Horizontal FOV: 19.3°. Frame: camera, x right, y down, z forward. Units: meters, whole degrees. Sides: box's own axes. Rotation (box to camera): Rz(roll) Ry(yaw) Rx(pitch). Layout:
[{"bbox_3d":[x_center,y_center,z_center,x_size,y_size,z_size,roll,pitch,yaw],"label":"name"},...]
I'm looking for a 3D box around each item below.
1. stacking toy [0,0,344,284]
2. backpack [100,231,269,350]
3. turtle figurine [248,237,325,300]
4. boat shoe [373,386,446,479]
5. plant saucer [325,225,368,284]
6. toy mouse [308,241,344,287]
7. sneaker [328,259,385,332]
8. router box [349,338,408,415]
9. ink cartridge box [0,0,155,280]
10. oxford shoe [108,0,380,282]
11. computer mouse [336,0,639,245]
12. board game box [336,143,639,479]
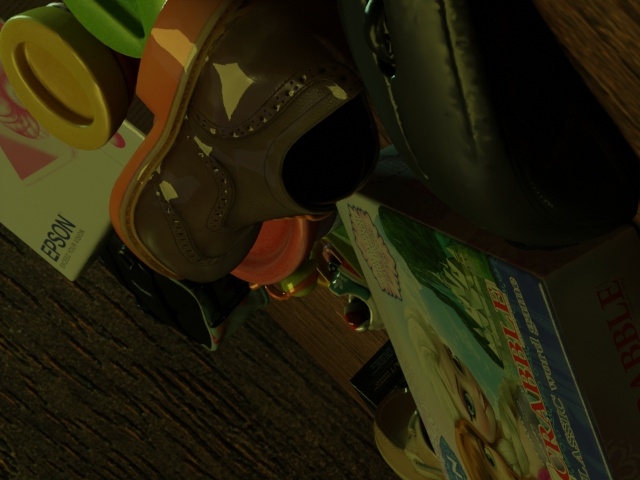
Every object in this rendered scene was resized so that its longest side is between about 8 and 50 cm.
[{"bbox_3d":[-0.081,-0.140,1.392,0.309,0.130,0.279,40,147,14],"label":"stacking toy"},{"bbox_3d":[-0.151,-0.005,2.075,0.225,0.191,0.253,41,162,26],"label":"backpack"},{"bbox_3d":[-0.073,-0.018,1.806,0.217,0.087,0.269,51,159,-10],"label":"turtle figurine"},{"bbox_3d":[0.150,0.193,1.884,0.110,0.121,0.341,52,161,-26],"label":"boat shoe"},{"bbox_3d":[0.096,0.049,1.548,0.188,0.045,0.188,48,172,-30],"label":"plant saucer"},{"bbox_3d":[0.000,0.000,1.879,0.161,0.031,0.143,36,159,22],"label":"toy mouse"},{"bbox_3d":[0.057,0.058,1.712,0.057,0.075,0.161,39,172,40],"label":"sneaker"},{"bbox_3d":[0.173,0.264,2.308,0.243,0.081,0.309,42,173,23],"label":"router box"},{"bbox_3d":[-0.310,-0.140,1.794,0.330,0.071,0.324,38,149,0],"label":"ink cartridge box"},{"bbox_3d":[-0.044,-0.044,1.184,0.132,0.130,0.364,37,158,9],"label":"oxford shoe"},{"bbox_3d":[0.050,-0.081,0.864,0.272,0.072,0.188,48,171,-35],"label":"computer mouse"},{"bbox_3d":[0.138,0.113,1.148,0.319,0.066,0.318,68,166,-18],"label":"board game box"}]
